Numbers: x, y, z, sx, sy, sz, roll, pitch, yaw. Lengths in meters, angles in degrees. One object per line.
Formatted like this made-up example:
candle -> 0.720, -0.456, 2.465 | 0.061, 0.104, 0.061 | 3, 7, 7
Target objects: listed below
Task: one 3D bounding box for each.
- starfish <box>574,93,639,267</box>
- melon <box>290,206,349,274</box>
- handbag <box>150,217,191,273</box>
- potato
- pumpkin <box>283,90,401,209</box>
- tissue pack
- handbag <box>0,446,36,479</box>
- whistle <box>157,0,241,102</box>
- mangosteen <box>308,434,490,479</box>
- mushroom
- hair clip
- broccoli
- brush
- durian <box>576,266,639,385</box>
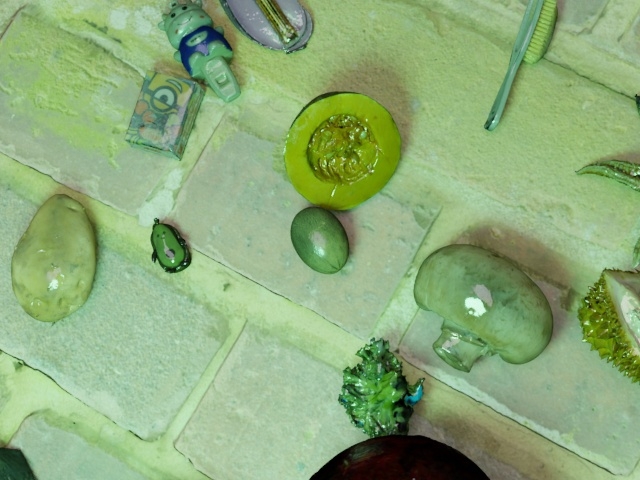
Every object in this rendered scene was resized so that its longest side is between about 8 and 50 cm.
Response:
starfish -> 0.584, -0.101, 1.820 | 0.347, 0.078, 0.357 | 17, 72, 50
melon -> 0.000, 0.000, 1.934 | 0.098, 0.098, 0.130 | -30, 77, 1
handbag -> -0.284, 0.011, 2.002 | 0.072, 0.047, 0.111 | -28, 76, 1
potato -> -0.484, 0.033, 1.988 | 0.161, 0.128, 0.234 | 23, 76, 9
pumpkin -> 0.029, -0.178, 1.955 | 0.217, 0.217, 0.110 | -28, 32, 2
tissue pack -> -0.296, -0.238, 2.058 | 0.109, 0.060, 0.148 | 15, 81, 13
handbag -> -0.544, 0.454, 1.869 | 0.089, 0.175, 0.270 | -40, 72, 0
whistle -> -0.226, -0.367, 2.062 | 0.110, 0.092, 0.244 | -30, 72, -4
mangosteen -> 0.131, 0.500, 1.675 | 0.381, 0.421, 0.381 | -28, 38, 25
mushroom -> 0.263, 0.114, 1.817 | 0.254, 0.189, 0.195 | 32, 81, 18
hair clip -> -0.145, -0.503, 2.103 | 0.110, 0.095, 0.358 | -25, 80, -34
broccoli -> 0.109, 0.255, 1.825 | 0.154, 0.160, 0.167 | 30, 70, -13
brush -> 0.376, -0.329, 1.979 | 0.060, 0.068, 0.296 | 22, 84, -8
durian -> 0.540, 0.160, 1.795 | 0.250, 0.183, 0.138 | 42, 122, 13
